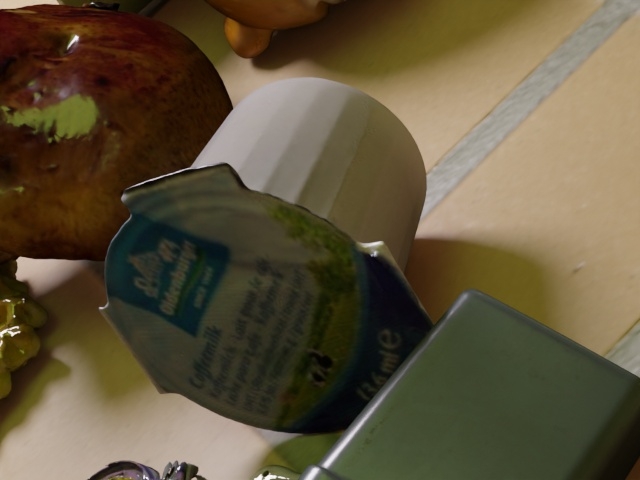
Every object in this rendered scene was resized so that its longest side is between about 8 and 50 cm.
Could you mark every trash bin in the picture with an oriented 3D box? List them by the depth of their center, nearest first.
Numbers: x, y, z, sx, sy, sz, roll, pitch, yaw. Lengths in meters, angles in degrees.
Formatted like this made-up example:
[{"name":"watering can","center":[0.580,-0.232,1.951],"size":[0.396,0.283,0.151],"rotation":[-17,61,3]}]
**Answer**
[{"name":"trash bin","center":[0.099,0.167,1.078],"size":[0.176,0.101,0.236],"rotation":[29,67,29]}]

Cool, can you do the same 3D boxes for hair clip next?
[{"name":"hair clip","center":[-0.164,0.228,1.288],"size":[0.172,0.049,0.116],"rotation":[-28,26,24]}]

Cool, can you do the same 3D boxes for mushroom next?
[{"name":"mushroom","center":[-0.248,-0.086,1.518],"size":[0.345,0.260,0.345],"rotation":[8,35,-6]}]

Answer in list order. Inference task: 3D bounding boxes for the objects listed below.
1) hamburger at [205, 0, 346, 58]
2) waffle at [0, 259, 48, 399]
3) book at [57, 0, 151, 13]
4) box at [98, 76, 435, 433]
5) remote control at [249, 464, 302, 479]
[{"name":"hamburger","center":[-0.065,-0.330,1.583],"size":[0.237,0.276,0.276],"rotation":[-39,38,19]},{"name":"waffle","center":[-0.383,0.123,1.541],"size":[0.291,0.051,0.291],"rotation":[-22,40,20]},{"name":"book","center":[-0.155,-0.378,1.725],"size":[0.352,0.239,0.035],"rotation":[-43,72,-6]},{"name":"box","center":[0.000,0.000,1.266],"size":[0.291,0.262,0.206],"rotation":[20,45,3]},{"name":"remote control","center":[-0.008,0.205,1.198],"size":[0.122,0.032,0.074],"rotation":[-2,51,34]}]
